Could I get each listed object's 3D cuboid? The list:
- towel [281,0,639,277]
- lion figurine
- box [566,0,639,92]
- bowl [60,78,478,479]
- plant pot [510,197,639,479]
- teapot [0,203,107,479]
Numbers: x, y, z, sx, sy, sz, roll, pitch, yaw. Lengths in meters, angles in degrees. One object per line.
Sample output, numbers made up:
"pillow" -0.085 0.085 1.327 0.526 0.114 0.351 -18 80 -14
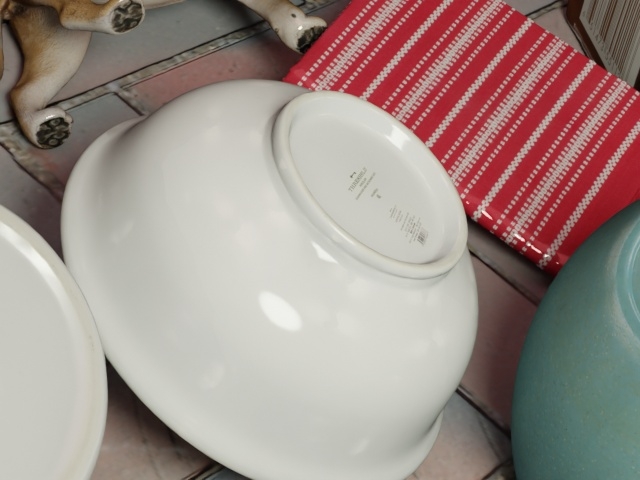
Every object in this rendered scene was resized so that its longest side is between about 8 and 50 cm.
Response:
"towel" 0.130 -0.098 1.339 0.275 0.031 0.199 35 54 5
"lion figurine" -0.133 -0.219 1.376 0.392 0.142 0.240 -16 43 -24
"box" 0.424 -0.186 1.494 0.381 0.143 0.191 -1 44 -15
"bowl" -0.004 0.001 1.094 0.297 0.134 0.298 26 40 -23
"plant pot" 0.249 0.073 1.038 0.290 0.195 0.290 -6 56 10
"teapot" -0.258 0.095 0.969 0.256 0.187 0.253 32 54 -23
